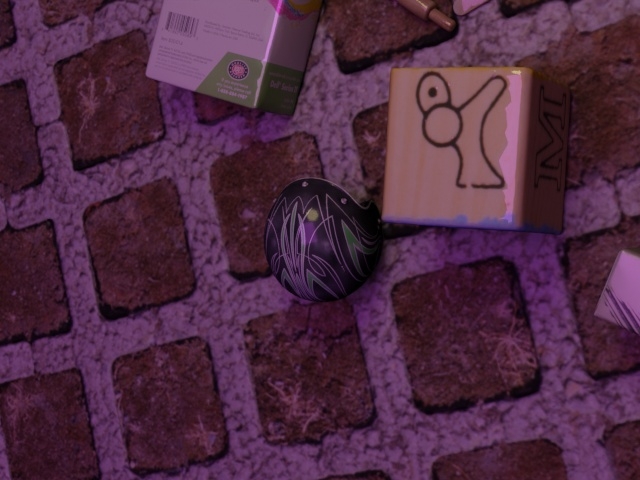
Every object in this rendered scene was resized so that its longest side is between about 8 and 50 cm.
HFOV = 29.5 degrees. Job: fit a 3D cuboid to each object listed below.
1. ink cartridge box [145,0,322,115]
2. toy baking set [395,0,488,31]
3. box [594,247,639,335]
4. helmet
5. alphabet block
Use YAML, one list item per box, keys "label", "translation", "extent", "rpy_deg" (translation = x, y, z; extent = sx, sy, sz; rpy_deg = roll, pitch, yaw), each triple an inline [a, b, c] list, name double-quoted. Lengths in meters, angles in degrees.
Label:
- label: "ink cartridge box"
  translation: [-0.104, -0.378, 1.760]
  extent: [0.207, 0.119, 0.353]
  rpy_deg: [19, 99, 27]
- label: "toy baking set"
  translation: [0.179, -0.391, 1.665]
  extent: [0.256, 0.030, 0.197]
  rpy_deg: [44, 107, 21]
- label: "box"
  translation: [0.479, 0.102, 1.456]
  extent: [0.275, 0.113, 0.094]
  rpy_deg: [25, 101, 27]
- label: "helmet"
  translation: [0.000, 0.000, 1.674]
  extent: [0.169, 0.161, 0.169]
  rpy_deg: [-1, 88, 27]
- label: "alphabet block"
  translation: [0.202, -0.112, 1.557]
  extent: [0.192, 0.193, 0.197]
  rpy_deg: [5, 91, 26]
